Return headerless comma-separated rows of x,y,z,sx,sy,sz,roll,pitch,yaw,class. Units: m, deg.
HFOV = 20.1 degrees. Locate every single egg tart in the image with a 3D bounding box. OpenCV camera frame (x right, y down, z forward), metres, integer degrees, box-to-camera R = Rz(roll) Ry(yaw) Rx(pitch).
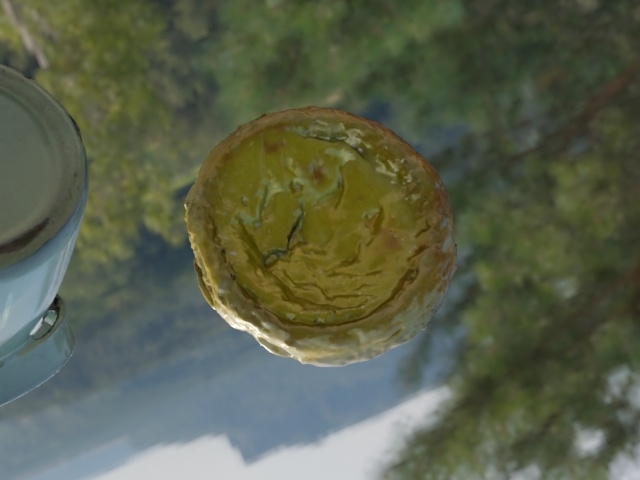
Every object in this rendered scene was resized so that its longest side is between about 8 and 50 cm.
0.000,0.000,1.189,0.191,0.191,0.074,-23,158,-16,egg tart

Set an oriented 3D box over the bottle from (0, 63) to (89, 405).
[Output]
-0.310,0.040,1.447,0.229,0.229,0.352,-22,156,-30,bottle
